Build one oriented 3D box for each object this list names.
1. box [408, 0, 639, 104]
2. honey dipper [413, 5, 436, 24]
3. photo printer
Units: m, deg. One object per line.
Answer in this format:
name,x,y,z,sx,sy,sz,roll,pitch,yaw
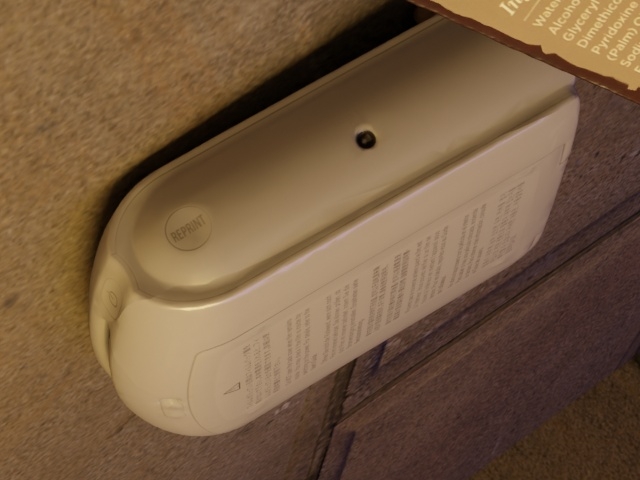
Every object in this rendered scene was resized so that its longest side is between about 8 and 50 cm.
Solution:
box,0.101,-0.180,0.668,0.167,0.203,0.168,-55,-158,38
honey dipper,0.096,-0.129,1.139,0.030,0.030,0.161,-44,159,13
photo printer,0.000,0.000,1.098,0.307,0.107,0.256,-30,160,-13
